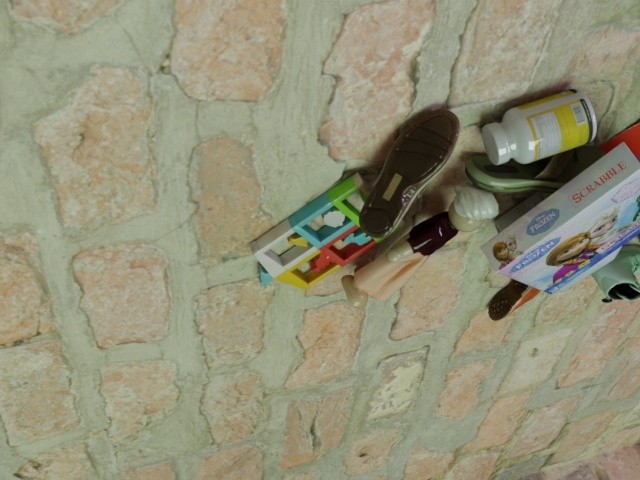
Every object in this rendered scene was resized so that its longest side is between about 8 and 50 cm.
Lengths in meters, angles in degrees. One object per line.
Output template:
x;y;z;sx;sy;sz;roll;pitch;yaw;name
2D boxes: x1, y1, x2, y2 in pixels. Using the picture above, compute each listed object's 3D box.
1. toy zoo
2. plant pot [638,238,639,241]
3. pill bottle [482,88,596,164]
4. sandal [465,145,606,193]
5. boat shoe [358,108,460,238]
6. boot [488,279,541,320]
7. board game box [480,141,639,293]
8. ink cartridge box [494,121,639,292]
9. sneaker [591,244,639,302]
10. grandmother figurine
0.000;0.000;1.676;0.293;0.030;0.192;-34;143;15;toy zoo
0.902;0.008;1.995;0.284;0.284;0.191;27;102;-47;plant pot
0.387;-0.197;1.566;0.184;0.103;0.103;-18;144;-5;pill bottle
0.416;-0.148;1.642;0.302;0.120;0.086;-6;126;-23;sandal
0.156;-0.123;1.556;0.257;0.095;0.095;-52;173;14;boat shoe
0.468;0.137;2.086;0.084;0.059;0.158;8;134;-42;boot
0.506;-0.028;1.691;0.318;0.066;0.318;-39;151;21;board game box
0.600;-0.063;1.867;0.385;0.091;0.308;-35;143;19;ink cartridge box
0.724;0.089;2.077;0.255;0.151;0.094;5;135;-35;sneaker
0.200;0.004;1.697;0.342;0.104;0.208;-38;-175;32;grandmother figurine
